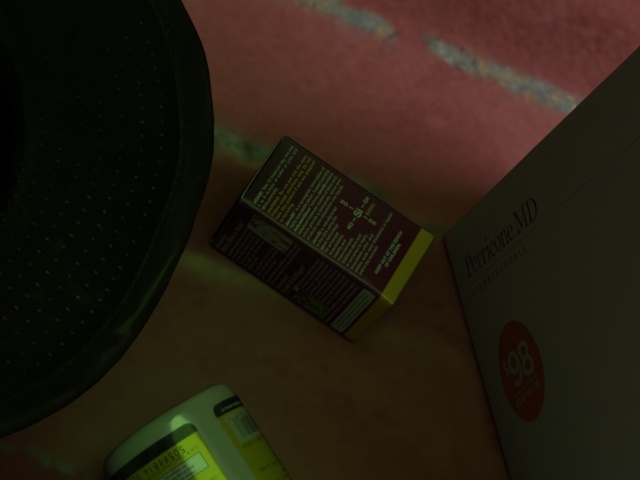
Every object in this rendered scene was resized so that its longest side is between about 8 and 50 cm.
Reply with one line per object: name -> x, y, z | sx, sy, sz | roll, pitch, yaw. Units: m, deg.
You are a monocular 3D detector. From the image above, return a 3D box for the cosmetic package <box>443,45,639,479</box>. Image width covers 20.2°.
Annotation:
cosmetic package -> 0.186, 0.058, 0.671 | 0.097, 0.377, 0.284 | -6, 71, -21

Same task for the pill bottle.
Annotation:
pill bottle -> -0.034, 0.123, 0.748 | 0.065, 0.065, 0.116 | -30, 81, -25

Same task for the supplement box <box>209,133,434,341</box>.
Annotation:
supplement box -> 0.000, 0.000, 0.813 | 0.083, 0.055, 0.043 | 35, 62, -4

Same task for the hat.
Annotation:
hat -> -0.212, -0.027, 0.714 | 0.331, 0.134, 0.331 | 4, 60, -7
